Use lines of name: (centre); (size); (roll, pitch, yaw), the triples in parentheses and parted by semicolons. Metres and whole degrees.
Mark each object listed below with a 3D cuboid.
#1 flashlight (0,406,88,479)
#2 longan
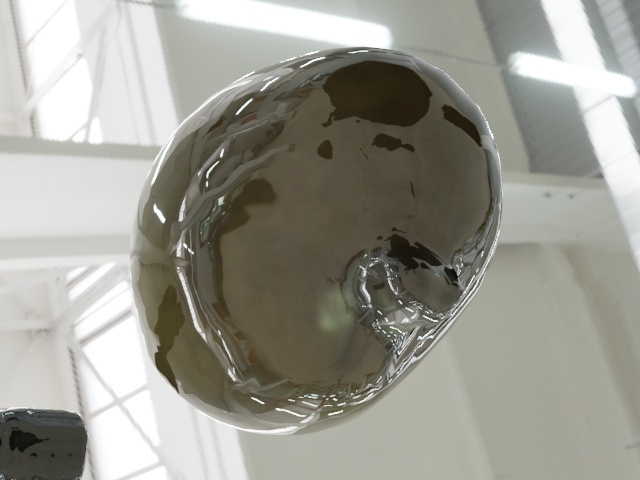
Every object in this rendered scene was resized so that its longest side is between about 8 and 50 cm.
flashlight: (-0.379, 0.165, 0.765); (0.424, 0.103, 0.103); (14, -122, -45)
longan: (0.000, 0.000, 0.691); (0.243, 0.300, 0.300); (25, -127, -35)
